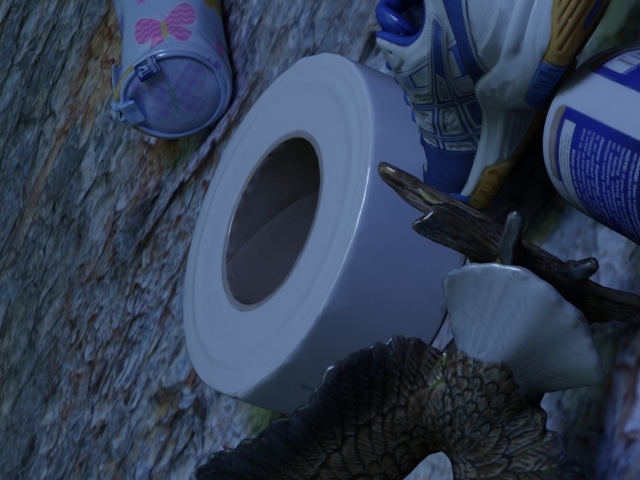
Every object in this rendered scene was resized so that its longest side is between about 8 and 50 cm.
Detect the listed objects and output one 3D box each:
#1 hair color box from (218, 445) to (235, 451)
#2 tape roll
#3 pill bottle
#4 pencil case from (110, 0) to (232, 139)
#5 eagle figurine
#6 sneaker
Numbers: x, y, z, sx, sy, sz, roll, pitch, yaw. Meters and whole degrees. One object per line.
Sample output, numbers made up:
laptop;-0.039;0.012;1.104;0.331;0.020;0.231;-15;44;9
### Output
hair color box;-0.084;0.248;1.409;0.141;0.043;0.072;-64;27;10
tape roll;0.000;0.000;1.360;0.286;0.100;0.286;-39;40;44
pill bottle;0.217;-0.040;0.975;0.112;0.112;0.186;-66;27;9
pencil case;-0.162;-0.227;1.788;0.124;0.113;0.273;-31;41;20
eagle figurine;0.076;0.135;1.051;0.226;0.225;0.298;25;84;53
sneaker;0.098;-0.121;1.134;0.112;0.131;0.296;-56;-7;-26
